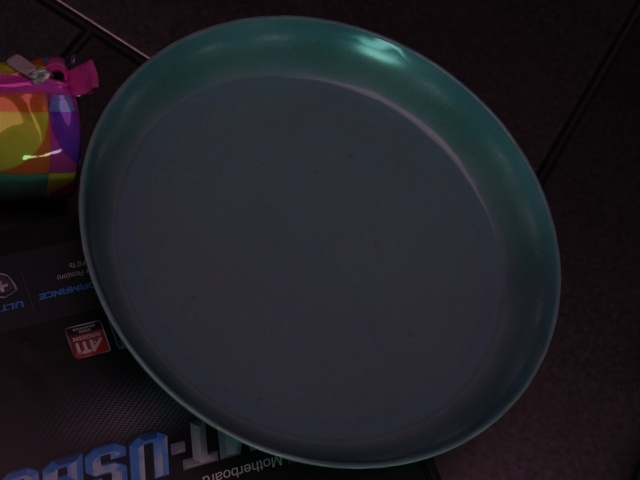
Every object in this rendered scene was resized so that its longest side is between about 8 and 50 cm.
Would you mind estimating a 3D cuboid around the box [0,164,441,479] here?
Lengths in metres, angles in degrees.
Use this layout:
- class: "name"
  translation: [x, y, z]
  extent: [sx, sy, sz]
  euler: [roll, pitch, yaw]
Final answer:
- class: "box"
  translation: [-0.092, 0.118, 0.997]
  extent: [0.295, 0.073, 0.293]
  euler: [-12, 66, -22]

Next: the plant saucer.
- class: "plant saucer"
  translation: [0.000, 0.000, 1.022]
  extent: [0.317, 0.044, 0.318]
  euler: [9, 61, -16]

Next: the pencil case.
- class: "pencil case"
  translation: [-0.266, -0.077, 1.030]
  extent: [0.236, 0.104, 0.104]
  euler: [-3, 64, -17]

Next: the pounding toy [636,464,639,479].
- class: "pounding toy"
  translation: [0.318, 0.153, 1.050]
  extent: [0.154, 0.155, 0.269]
  euler: [-30, 75, -32]
